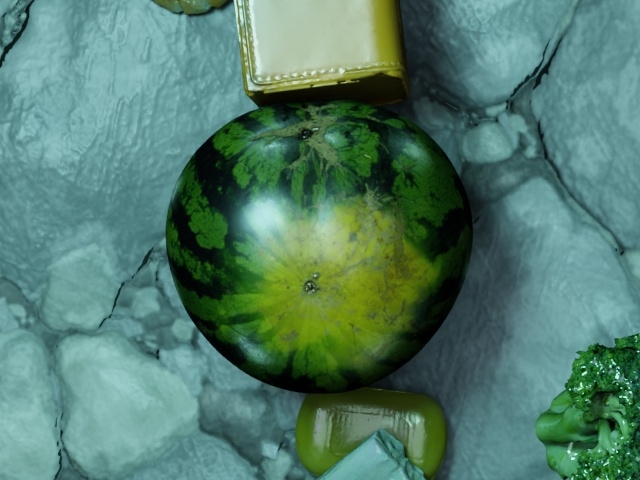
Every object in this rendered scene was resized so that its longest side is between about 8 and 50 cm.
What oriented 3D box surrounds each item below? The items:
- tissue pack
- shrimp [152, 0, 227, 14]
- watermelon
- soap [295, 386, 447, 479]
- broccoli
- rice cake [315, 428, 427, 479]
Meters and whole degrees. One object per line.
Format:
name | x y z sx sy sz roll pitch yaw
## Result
tissue pack | -0.005 -0.261 1.648 0.145 0.194 0.274 -7 87 6
shrimp | -0.155 -0.280 1.751 0.180 0.041 0.099 27 106 6
watermelon | 0.001 0.003 1.609 0.269 0.269 0.269 0 88 7
soap | 0.047 0.179 1.698 0.140 0.045 0.088 6 86 6
broccoli | 0.308 0.186 1.588 0.242 0.269 0.261 1 112 40
rice cake | 0.004 0.285 1.680 0.237 0.043 0.127 -37 99 12
